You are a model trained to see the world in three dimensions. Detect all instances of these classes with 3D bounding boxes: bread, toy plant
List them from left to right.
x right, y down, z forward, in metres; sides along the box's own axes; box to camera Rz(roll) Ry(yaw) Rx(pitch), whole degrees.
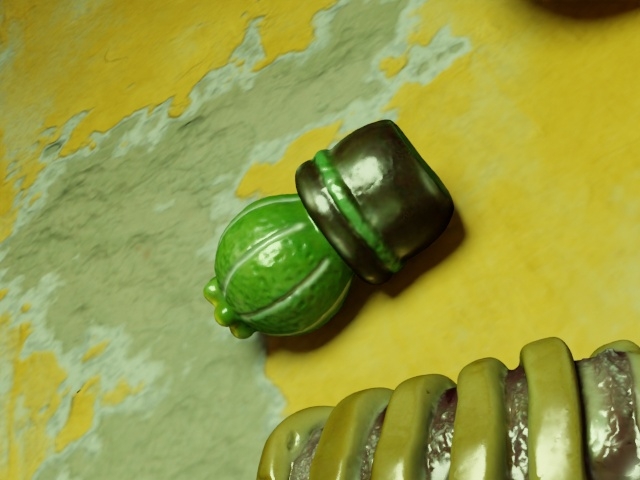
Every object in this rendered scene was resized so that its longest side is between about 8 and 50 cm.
[{"bbox_3d":[0.000,0.000,0.754,0.162,0.093,0.092,-38,34,9],"label":"toy plant"},{"bbox_3d":[0.067,0.112,0.569,0.225,0.081,0.134,-22,37,27],"label":"bread"}]
